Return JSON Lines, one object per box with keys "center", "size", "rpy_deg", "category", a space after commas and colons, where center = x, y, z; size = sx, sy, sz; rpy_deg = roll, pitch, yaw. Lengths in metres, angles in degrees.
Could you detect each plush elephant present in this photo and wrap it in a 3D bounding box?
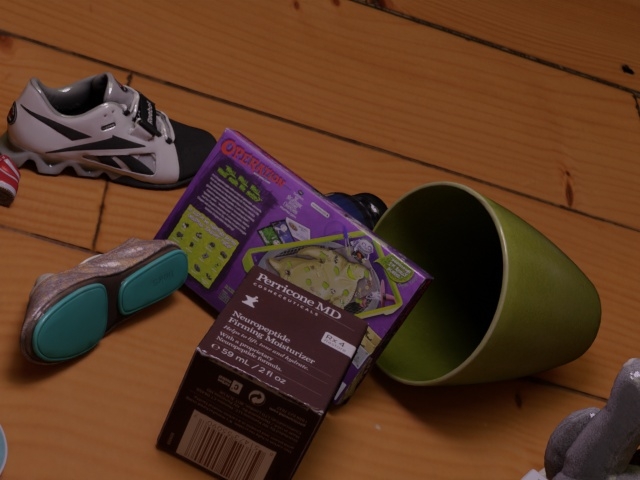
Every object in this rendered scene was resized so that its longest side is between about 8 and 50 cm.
{"center": [0.375, 0.333, 1.888], "size": [0.272, 0.330, 0.255], "rpy_deg": [51, 18, 15], "category": "plush elephant"}

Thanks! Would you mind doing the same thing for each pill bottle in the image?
{"center": [0.000, 0.000, 2.200], "size": [0.123, 0.123, 0.219], "rpy_deg": [42, 38, 24], "category": "pill bottle"}

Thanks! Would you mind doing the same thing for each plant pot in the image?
{"center": [0.247, 0.083, 2.148], "size": [0.293, 0.275, 0.275], "rpy_deg": [15, 32, -41], "category": "plant pot"}

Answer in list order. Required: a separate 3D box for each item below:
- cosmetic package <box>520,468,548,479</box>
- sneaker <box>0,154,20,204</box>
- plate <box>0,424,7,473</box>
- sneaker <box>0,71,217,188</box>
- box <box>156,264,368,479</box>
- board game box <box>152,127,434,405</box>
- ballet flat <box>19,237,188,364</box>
{"center": [0.247, 0.416, 1.699], "size": [0.224, 0.225, 0.138], "rpy_deg": [36, 36, 18], "category": "cosmetic package"}
{"center": [-0.465, -0.095, 2.119], "size": [0.118, 0.042, 0.067], "rpy_deg": [25, 37, -12], "category": "sneaker"}
{"center": [-0.441, 0.226, 1.720], "size": [0.188, 0.024, 0.188], "rpy_deg": [16, 36, -12], "category": "plate"}
{"center": [-0.283, -0.166, 2.237], "size": [0.330, 0.146, 0.122], "rpy_deg": [2, 39, -31], "category": "sneaker"}
{"center": [-0.068, 0.173, 1.886], "size": [0.168, 0.167, 0.203], "rpy_deg": [26, 34, 3], "category": "box"}
{"center": [-0.046, 0.032, 2.061], "size": [0.347, 0.208, 0.056], "rpy_deg": [38, 14, 18], "category": "board game box"}
{"center": [-0.297, 0.071, 1.968], "size": [0.106, 0.107, 0.316], "rpy_deg": [18, 24, 28], "category": "ballet flat"}
